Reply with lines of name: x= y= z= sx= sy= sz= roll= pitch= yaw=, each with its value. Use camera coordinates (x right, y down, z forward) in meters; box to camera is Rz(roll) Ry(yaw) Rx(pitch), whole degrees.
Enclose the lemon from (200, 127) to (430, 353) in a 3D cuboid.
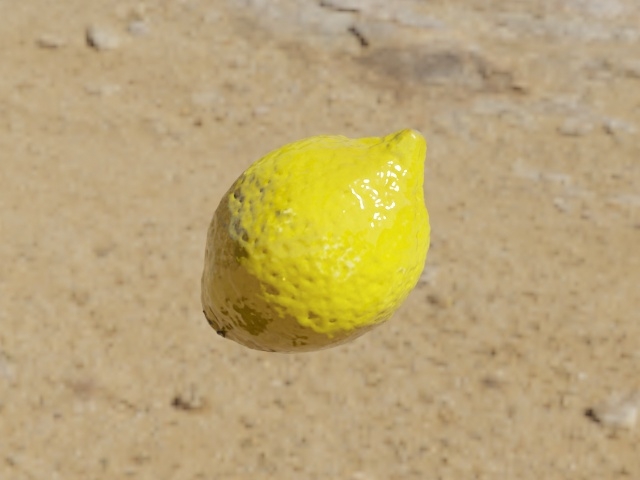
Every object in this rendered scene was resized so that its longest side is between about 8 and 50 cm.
lemon: x=0.000 y=0.000 z=0.473 sx=0.065 sy=0.092 sz=0.065 roll=42 pitch=18 yaw=-17
